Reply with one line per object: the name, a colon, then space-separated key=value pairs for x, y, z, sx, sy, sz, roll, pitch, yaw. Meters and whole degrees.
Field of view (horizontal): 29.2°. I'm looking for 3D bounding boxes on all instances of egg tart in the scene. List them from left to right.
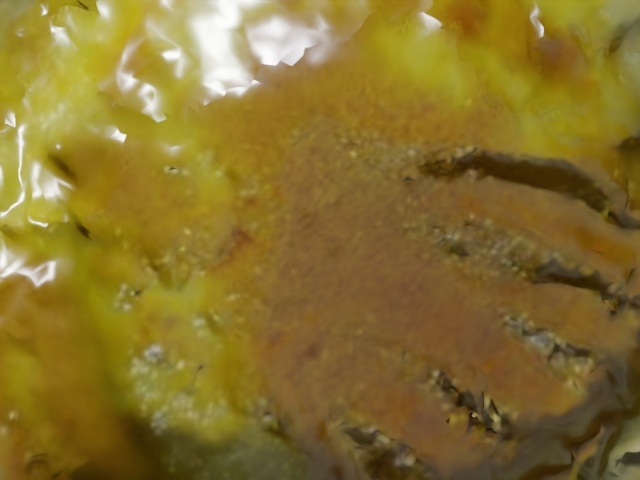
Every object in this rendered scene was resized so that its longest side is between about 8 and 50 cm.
egg tart: x=0.000 y=0.000 z=0.524 sx=0.388 sy=0.169 sz=0.387 roll=-3 pitch=-104 yaw=12
